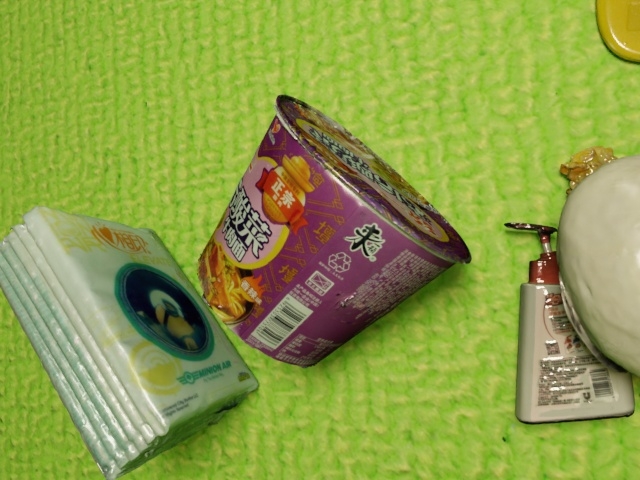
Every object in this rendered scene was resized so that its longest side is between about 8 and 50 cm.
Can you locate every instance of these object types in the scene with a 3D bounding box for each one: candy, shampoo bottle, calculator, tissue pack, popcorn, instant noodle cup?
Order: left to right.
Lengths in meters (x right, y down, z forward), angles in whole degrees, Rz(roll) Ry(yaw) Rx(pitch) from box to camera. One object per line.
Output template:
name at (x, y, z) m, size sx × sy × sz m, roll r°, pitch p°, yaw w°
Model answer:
tissue pack at (-0.308, 0.145, 0.721) m, size 0.162 × 0.287 × 0.388 m, roll -42°, pitch 74°, yaw 7°
instant noodle cup at (0.000, 0.000, 0.634) m, size 0.340 × 0.340 × 0.266 m, roll 47°, pitch 112°, yaw 16°
shampoo bottle at (0.337, 0.107, 0.625) m, size 0.153 × 0.071 × 0.284 m, roll -9°, pitch 81°, yaw 14°
popcorn at (0.391, -0.096, 0.629) m, size 0.083 × 0.057 × 0.082 m, roll 22°, pitch 92°, yaw 21°
calculator at (0.485, -0.376, 0.632) m, size 0.146 × 0.032 × 0.234 m, roll 4°, pitch 89°, yaw 18°
candy at (0.421, 0.033, 0.512) m, size 0.296 × 0.185 × 0.295 m, roll 6°, pitch 76°, yaw -25°
